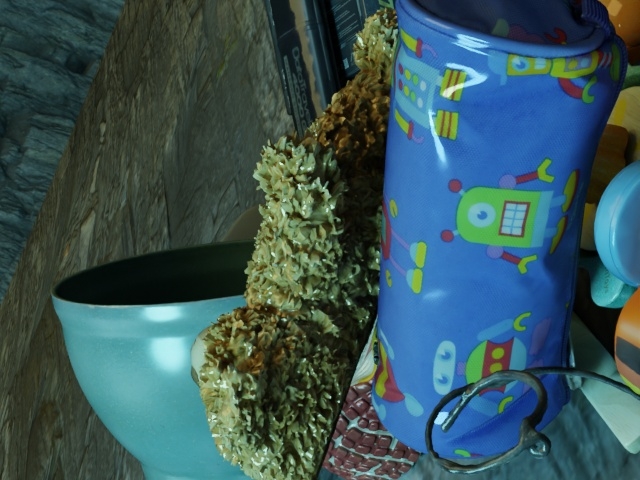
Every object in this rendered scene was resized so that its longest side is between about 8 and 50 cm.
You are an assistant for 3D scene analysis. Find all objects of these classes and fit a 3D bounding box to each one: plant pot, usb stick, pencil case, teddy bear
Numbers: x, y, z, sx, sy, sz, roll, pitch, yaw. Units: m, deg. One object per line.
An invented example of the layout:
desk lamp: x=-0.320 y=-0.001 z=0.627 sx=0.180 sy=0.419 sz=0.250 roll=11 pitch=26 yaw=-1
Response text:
plant pot: x=-0.089 y=0.119 z=1.144 sx=0.293 sy=0.293 sz=0.196 roll=-162 pitch=64 yaw=-69
usb stick: x=-0.006 y=-0.161 z=1.305 sx=0.077 sy=0.045 sz=0.278 roll=-21 pitch=78 yaw=55
pencil case: x=0.101 y=-0.009 z=0.727 sx=0.119 sy=0.133 sz=0.306 roll=-78 pitch=-10 yaw=-56
teddy bear: x=0.000 y=0.000 z=0.858 sx=0.245 sy=0.113 sz=0.338 roll=-8 pitch=-62 yaw=-82

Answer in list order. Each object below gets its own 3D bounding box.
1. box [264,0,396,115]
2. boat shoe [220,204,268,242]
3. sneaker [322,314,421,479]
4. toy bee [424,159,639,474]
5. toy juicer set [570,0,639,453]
box: x=0.014 y=-0.256 z=1.359 sx=0.232 sy=0.059 sz=0.183 roll=-23 pitch=78 yaw=63
boat shoe: x=-0.124 y=0.069 z=1.379 sx=0.267 sy=0.096 sz=0.088 roll=-53 pitch=-9 yaw=-32
sneaker: x=0.065 y=0.109 z=1.014 sx=0.225 sy=0.088 sz=0.093 roll=-61 pitch=2 yaw=26
toy bee: x=0.205 y=0.031 z=0.640 sx=0.298 sy=0.162 sz=0.195 roll=-36 pitch=31 yaw=13
toy juicer set: x=0.178 y=-0.047 z=0.821 sx=0.209 sy=0.089 sz=0.329 roll=15 pitch=88 yaw=69
